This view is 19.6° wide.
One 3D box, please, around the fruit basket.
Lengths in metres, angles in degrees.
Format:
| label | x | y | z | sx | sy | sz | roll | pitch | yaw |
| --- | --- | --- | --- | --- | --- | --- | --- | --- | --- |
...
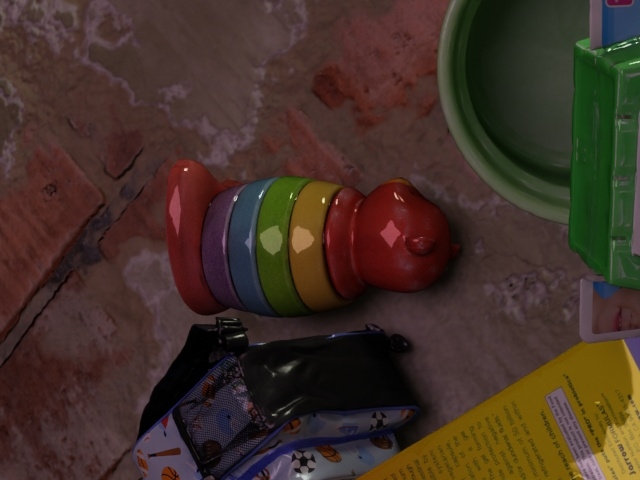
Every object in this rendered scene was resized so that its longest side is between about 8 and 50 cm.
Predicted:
| label | x | y | z | sx | sy | sz | roll | pitch | yaw |
| --- | --- | --- | --- | --- | --- | --- | --- | --- | --- |
| fruit basket | 0.389 | -0.075 | 1.545 | 0.353 | 0.165 | 0.327 | -2 | 108 | -6 |

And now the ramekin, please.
| label | x | y | z | sx | sy | sz | roll | pitch | yaw |
| --- | --- | --- | --- | --- | --- | --- | --- | --- | --- |
| ramekin | 0.255 | -0.173 | 1.762 | 0.303 | 0.148 | 0.303 | 0 | 100 | -2 |

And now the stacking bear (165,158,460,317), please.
| label | x | y | z | sx | sy | sz | roll | pitch | yaw |
| --- | --- | --- | --- | --- | --- | --- | --- | --- | --- |
| stacking bear | 0.000 | 0.000 | 1.970 | 0.289 | 0.175 | 0.164 | -2 | 78 | 25 |

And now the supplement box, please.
| label | x | y | z | sx | sy | sz | roll | pitch | yaw |
| --- | --- | --- | --- | --- | --- | --- | --- | --- | --- |
| supplement box | 0.232 | 0.244 | 1.747 | 0.356 | 0.194 | 0.195 | -35 | 65 | 23 |

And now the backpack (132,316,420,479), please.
| label | x | y | z | sx | sy | sz | roll | pitch | yaw |
| --- | --- | --- | --- | --- | --- | --- | --- | --- | --- |
| backpack | -0.052 | 0.215 | 1.913 | 0.263 | 0.276 | 0.213 | -35 | 62 | 37 |
